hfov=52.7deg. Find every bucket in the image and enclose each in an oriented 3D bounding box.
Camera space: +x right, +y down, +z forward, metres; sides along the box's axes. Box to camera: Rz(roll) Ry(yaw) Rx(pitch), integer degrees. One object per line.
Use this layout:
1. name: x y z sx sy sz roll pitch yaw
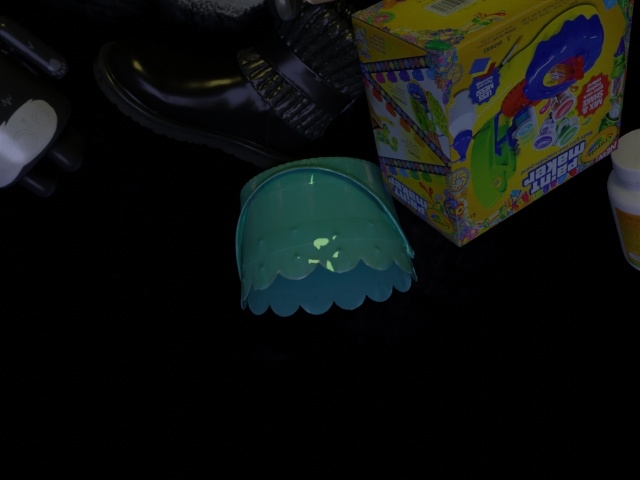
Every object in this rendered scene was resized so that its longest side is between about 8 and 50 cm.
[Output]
1. bucket: 0.000 0.000 1.016 0.282 0.183 0.281 -8 162 -3

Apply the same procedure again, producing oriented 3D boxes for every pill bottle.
1. pill bottle: 0.561 -0.065 1.079 0.137 0.136 0.245 -22 130 16

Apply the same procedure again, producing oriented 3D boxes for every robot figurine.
1. robot figurine: -0.466 -0.185 0.897 0.174 0.209 0.278 1 147 49

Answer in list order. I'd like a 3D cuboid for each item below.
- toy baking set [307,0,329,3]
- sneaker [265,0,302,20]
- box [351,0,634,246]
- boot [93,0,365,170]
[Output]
1. toy baking set: 0.077 -0.399 0.783 0.197 0.030 0.256 12 112 -20
2. sneaker: -0.099 -0.367 0.773 0.130 0.087 0.227 -13 105 18
3. box: 0.227 -0.199 0.843 0.290 0.177 0.279 -31 134 -15
4. boot: -0.099 -0.248 0.878 0.348 0.131 0.260 17 137 -31
